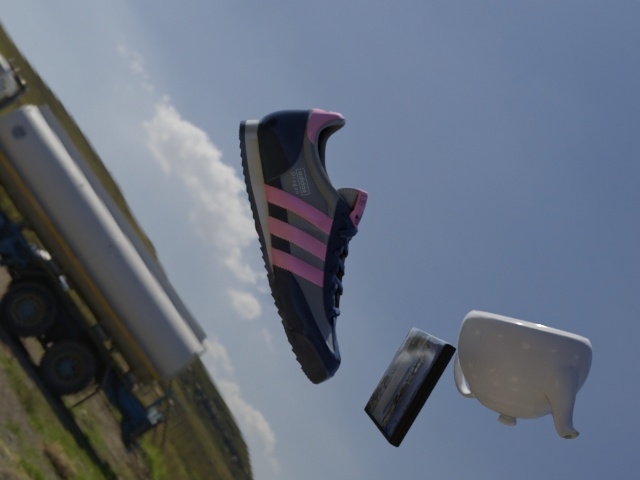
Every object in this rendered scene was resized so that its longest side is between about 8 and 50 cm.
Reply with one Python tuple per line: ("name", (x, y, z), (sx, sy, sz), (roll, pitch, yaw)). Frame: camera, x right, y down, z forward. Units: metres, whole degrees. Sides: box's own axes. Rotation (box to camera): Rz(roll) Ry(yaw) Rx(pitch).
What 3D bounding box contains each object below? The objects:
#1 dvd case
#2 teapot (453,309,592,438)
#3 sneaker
("dvd case", (0.145, 0.240, 1.354), (0.022, 0.180, 0.253), (31, -3, -5))
("teapot", (0.350, 0.238, 1.436), (0.253, 0.187, 0.256), (14, 0, 19))
("sneaker", (0.000, 0.000, 0.914), (0.112, 0.131, 0.318), (10, 66, -85))
